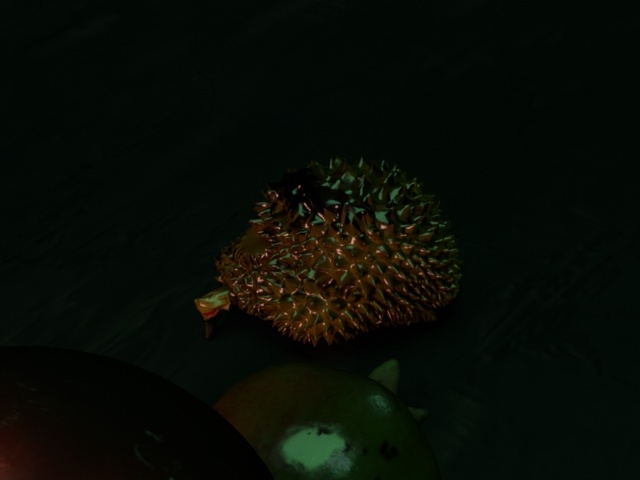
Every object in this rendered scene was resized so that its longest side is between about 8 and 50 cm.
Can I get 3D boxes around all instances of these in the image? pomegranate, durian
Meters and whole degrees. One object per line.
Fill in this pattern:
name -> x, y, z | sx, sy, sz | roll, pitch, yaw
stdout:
pomegranate -> 0.003, 0.158, 0.840 | 0.181, 0.181, 0.224 | 5, 23, 17
durian -> 0.000, 0.000, 1.064 | 0.237, 0.138, 0.193 | -18, 38, -11

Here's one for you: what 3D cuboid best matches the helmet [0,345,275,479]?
helmet -> -0.101, 0.132, 0.398 | 0.189, 0.193, 0.216 | 15, 14, 31
